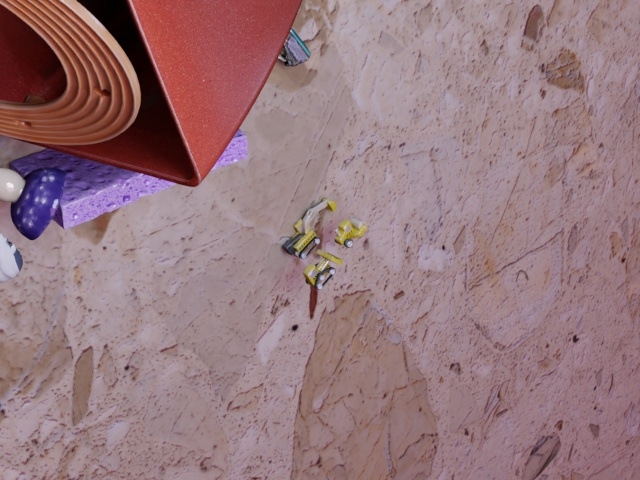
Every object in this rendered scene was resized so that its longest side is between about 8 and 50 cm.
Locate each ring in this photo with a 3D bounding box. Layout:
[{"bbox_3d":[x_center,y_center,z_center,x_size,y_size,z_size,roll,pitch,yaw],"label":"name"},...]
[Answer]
[{"bbox_3d":[-0.296,-0.172,1.040,0.336,0.337,0.032,43,58,-45],"label":"ring"}]

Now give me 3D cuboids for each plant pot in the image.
[{"bbox_3d":[-0.165,-0.241,1.164,0.236,0.267,0.267,-46,136,-32],"label":"plant pot"}]

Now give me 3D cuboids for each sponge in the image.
[{"bbox_3d":[-0.187,-0.079,1.316,0.210,0.117,0.031,-23,125,-29],"label":"sponge"}]

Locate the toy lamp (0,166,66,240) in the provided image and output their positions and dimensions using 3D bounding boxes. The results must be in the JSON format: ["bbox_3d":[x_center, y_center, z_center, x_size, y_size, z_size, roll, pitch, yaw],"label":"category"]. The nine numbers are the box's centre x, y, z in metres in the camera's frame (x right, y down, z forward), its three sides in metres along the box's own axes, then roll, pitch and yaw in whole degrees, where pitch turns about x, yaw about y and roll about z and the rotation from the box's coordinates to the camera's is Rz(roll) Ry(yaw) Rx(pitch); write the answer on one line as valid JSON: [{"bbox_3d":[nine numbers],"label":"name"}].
[{"bbox_3d":[-0.357,-0.090,1.151,0.275,0.080,0.080,27,94,-27],"label":"toy lamp"}]

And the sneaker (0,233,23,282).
[{"bbox_3d":[-0.382,0.025,1.140,0.235,0.094,0.153,30,83,-43],"label":"sneaker"}]

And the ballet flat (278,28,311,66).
[{"bbox_3d":[-0.049,-0.226,1.414,0.041,0.041,0.114,-45,133,-13],"label":"ballet flat"}]

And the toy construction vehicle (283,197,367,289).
[{"bbox_3d":[0.000,0.000,1.543,0.098,0.086,0.035,-48,128,-9],"label":"toy construction vehicle"}]
